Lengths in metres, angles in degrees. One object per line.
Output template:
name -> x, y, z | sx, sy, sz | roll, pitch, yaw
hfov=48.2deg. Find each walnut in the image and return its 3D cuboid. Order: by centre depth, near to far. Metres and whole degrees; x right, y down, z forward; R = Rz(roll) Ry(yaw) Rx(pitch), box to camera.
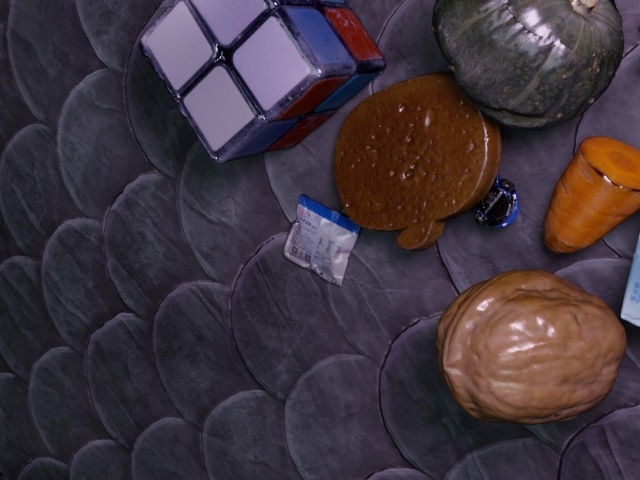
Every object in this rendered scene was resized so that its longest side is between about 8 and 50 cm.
walnut -> 0.373, 0.199, 1.327 | 0.306, 0.343, 0.306 | 34, 129, 56

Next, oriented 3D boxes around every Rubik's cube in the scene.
Rubik's cube -> -0.111, -0.380, 1.458 | 0.313, 0.318, 0.316 | -35, 87, 32

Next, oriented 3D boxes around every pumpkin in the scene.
pumpkin -> 0.362, -0.358, 1.233 | 0.328, 0.291, 0.257 | 49, 148, -4

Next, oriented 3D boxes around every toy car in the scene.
toy car -> 0.313, -0.115, 1.441 | 0.216, 0.063, 0.103 | 46, 120, 20

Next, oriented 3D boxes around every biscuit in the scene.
biscuit -> 0.189, -0.153, 1.451 | 0.394, 0.070, 0.351 | -4, 91, 44

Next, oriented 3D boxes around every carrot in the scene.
carrot -> 0.497, -0.060, 1.321 | 0.159, 0.159, 0.225 | 36, 128, 16

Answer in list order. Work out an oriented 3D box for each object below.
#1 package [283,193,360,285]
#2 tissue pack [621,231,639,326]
package -> 0.000, 0.000, 1.672 | 0.171, 0.027, 0.173 | 29, 115, 23
tissue pack -> 0.620, 0.012, 1.248 | 0.089, 0.177, 0.263 | 22, 115, 44
